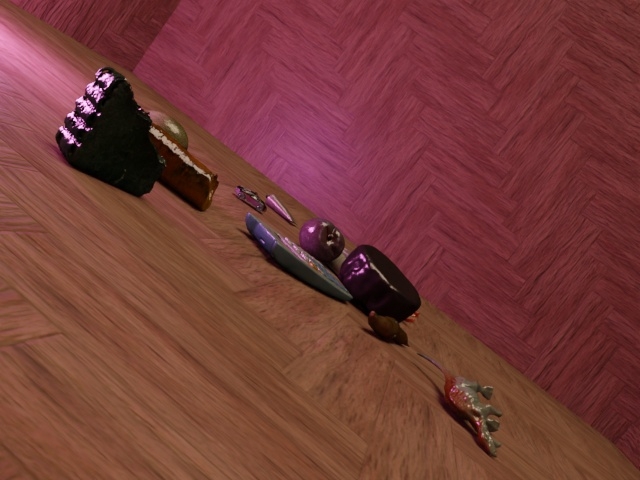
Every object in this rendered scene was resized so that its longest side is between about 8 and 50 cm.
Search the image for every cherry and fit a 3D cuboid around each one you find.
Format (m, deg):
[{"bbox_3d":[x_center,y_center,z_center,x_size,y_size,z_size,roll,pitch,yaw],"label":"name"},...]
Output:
[{"bbox_3d":[-0.004,-0.002,2.087,0.176,0.140,0.176,28,-22,12],"label":"cherry"}]

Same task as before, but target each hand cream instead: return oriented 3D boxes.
[{"bbox_3d":[0.080,0.095,2.116,0.276,0.095,0.059,47,-14,43],"label":"hand cream"},{"bbox_3d":[-0.171,-0.134,2.571,0.186,0.054,0.087,45,3,13],"label":"hand cream"}]

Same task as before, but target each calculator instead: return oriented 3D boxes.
[{"bbox_3d":[-0.052,0.062,1.696,0.386,0.054,0.256,33,6,-42],"label":"calculator"}]

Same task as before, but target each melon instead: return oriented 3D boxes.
[{"bbox_3d":[-0.448,-0.285,1.654,0.192,0.139,0.139,35,6,3],"label":"melon"}]

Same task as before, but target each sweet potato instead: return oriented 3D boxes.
[{"bbox_3d":[0.195,0.249,1.649,0.067,0.067,0.274,41,2,37],"label":"sweet potato"}]

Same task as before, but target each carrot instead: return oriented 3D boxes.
[{"bbox_3d":[-0.392,-0.206,1.518,0.302,0.114,0.114,37,6,-3],"label":"carrot"}]

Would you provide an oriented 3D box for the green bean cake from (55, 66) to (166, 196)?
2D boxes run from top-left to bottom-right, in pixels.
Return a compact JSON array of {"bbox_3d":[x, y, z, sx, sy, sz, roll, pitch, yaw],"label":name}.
[{"bbox_3d":[-0.391,-0.211,1.173,0.107,0.193,0.208,34,1,40],"label":"green bean cake"}]

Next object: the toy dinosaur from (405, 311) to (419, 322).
[{"bbox_3d":[0.314,0.272,2.187,0.101,0.055,0.279,12,-10,40],"label":"toy dinosaur"}]

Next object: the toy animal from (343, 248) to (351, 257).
[{"bbox_3d":[0.132,0.105,2.386,0.127,0.131,0.182,6,-8,10],"label":"toy animal"}]

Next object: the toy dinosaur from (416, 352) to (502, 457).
[{"bbox_3d":[0.358,0.382,1.451,0.205,0.092,0.393,25,20,-36],"label":"toy dinosaur"}]

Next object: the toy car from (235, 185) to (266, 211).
[{"bbox_3d":[-0.257,-0.158,2.206,0.142,0.055,0.069,34,10,-20],"label":"toy car"}]

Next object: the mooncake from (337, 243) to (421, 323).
[{"bbox_3d":[0.187,0.148,1.891,0.283,0.141,0.283,39,18,-15],"label":"mooncake"}]
